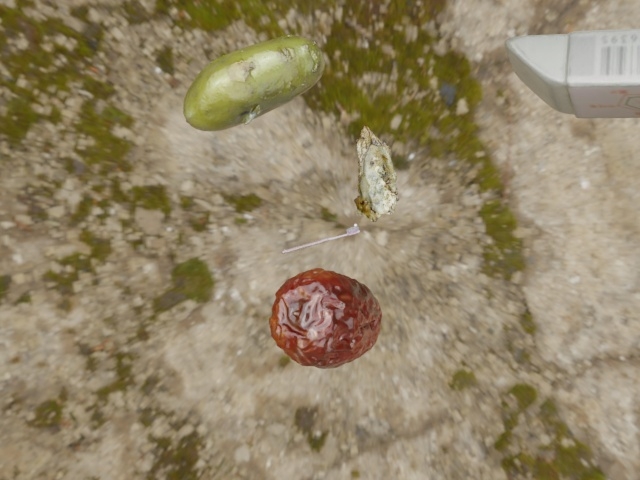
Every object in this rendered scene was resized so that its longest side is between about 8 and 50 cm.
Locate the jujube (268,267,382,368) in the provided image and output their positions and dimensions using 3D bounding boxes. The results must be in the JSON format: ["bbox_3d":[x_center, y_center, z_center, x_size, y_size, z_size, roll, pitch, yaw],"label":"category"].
[{"bbox_3d":[0.012,0.094,1.341,0.112,0.176,0.109,-41,66,16],"label":"jujube"}]

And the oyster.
[{"bbox_3d":[0.078,-0.093,1.615,0.086,0.029,0.132,11,91,-37],"label":"oyster"}]

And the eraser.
[{"bbox_3d":[0.340,-0.147,0.999,0.352,0.089,0.061,1,75,19],"label":"eraser"}]

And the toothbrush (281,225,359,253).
[{"bbox_3d":[0.000,0.000,1.337,0.097,0.006,0.008,-17,118,-5],"label":"toothbrush"}]

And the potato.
[{"bbox_3d":[-0.076,-0.189,1.350,0.188,0.105,0.085,-25,79,-20],"label":"potato"}]
